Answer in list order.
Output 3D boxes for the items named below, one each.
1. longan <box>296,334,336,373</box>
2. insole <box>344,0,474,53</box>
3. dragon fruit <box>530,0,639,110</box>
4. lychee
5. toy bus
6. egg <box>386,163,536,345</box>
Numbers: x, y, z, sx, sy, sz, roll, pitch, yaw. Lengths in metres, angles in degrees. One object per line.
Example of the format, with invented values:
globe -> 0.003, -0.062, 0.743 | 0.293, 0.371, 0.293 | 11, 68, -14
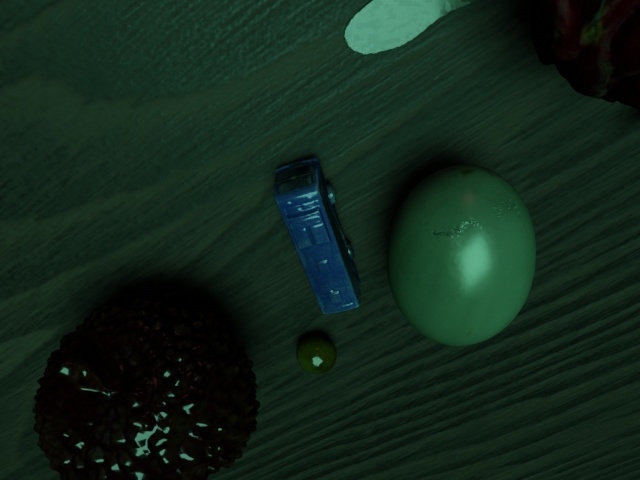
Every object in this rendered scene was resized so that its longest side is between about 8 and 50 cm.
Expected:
longan -> -0.010, 0.208, 0.829 | 0.075, 0.075, 0.083 | 30, 155, -22
insole -> 0.121, -0.291, 0.566 | 0.194, 0.006, 0.065 | -25, 120, 9
dragon fruit -> 0.361, -0.276, 0.431 | 0.330, 0.329, 0.329 | -3, 122, -4
lychee -> -0.250, 0.231, 0.689 | 0.306, 0.305, 0.330 | -25, 148, 9
toy bus -> 0.003, 0.000, 0.680 | 0.079, 0.094, 0.236 | -18, 122, 5
egg -> 0.197, 0.027, 0.654 | 0.203, 0.202, 0.282 | -6, 125, -2
